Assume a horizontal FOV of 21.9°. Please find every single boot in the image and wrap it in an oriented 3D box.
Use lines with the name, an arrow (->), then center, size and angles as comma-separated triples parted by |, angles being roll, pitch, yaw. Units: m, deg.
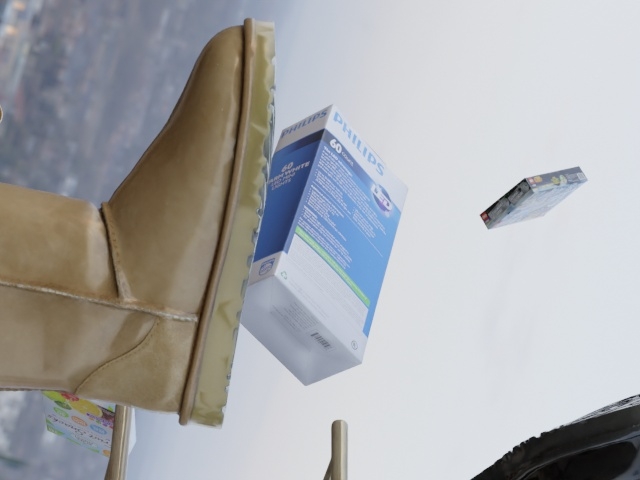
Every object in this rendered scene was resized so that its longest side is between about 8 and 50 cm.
boot -> 0.262, 0.292, 1.479 | 0.260, 0.131, 0.348 | 63, -32, 13
boot -> -0.166, -0.022, 0.873 | 0.089, 0.269, 0.236 | -140, -120, -85

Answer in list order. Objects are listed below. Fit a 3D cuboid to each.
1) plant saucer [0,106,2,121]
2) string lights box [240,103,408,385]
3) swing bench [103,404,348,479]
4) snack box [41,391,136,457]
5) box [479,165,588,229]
plant saucer -> -0.377, -0.144, 1.744 | 0.015, 0.083, 0.083 | -49, -163, 29
string lights box -> 0.000, 0.000, 1.629 | 0.076, 0.133, 0.260 | -25, -150, 33
swing bench -> -0.102, 0.317, 1.696 | 0.255, 0.253, 0.165 | -94, -164, -47
snack box -> -0.258, 0.190, 1.842 | 0.141, 0.100, 0.037 | 99, 17, -60
box -> 0.288, -0.058, 2.222 | 0.137, 0.027, 0.094 | -12, 157, -49
